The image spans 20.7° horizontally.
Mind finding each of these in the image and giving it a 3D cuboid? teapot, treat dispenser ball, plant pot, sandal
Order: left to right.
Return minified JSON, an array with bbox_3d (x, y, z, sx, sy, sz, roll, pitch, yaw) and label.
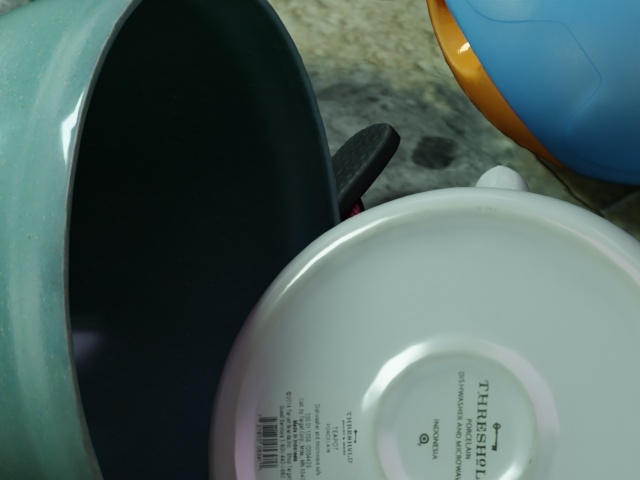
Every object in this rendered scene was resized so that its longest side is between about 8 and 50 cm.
[{"bbox_3d":[-0.133,0.019,0.856,0.196,0.293,0.293,-2,42,22],"label":"plant pot"},{"bbox_3d":[0.000,0.000,1.029,0.040,0.067,0.179,53,55,-20],"label":"sandal"},{"bbox_3d":[0.079,0.111,0.811,0.256,0.187,0.252,-47,68,-3],"label":"teapot"},{"bbox_3d":[0.206,-0.177,1.083,0.288,0.288,0.288,7,46,-7],"label":"treat dispenser ball"}]

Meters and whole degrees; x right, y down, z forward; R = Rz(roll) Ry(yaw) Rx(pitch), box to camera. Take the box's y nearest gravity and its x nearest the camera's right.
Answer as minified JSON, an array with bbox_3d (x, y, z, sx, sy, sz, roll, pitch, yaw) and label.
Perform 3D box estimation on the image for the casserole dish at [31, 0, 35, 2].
[{"bbox_3d":[-0.170,-0.216,1.208,0.114,0.037,0.188,-10,50,-21],"label":"casserole dish"}]
